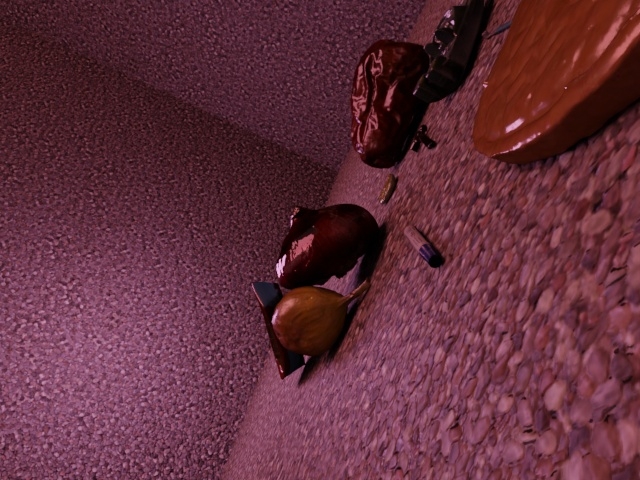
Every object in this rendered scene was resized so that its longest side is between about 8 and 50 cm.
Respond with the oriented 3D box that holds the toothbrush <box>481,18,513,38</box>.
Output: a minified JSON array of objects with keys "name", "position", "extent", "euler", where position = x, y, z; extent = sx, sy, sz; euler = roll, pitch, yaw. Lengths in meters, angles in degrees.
[{"name":"toothbrush","position":[0.317,-0.379,0.949],"extent":[0.011,0.014,0.167],"euler":[-56,6,11]}]

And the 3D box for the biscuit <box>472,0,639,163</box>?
[{"name":"biscuit","position":[0.269,-0.250,0.543],"extent":[0.385,0.062,0.365],"euler":[142,153,-80]}]

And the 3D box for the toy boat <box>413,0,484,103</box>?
[{"name":"toy boat","position":[0.287,-0.444,1.142],"extent":[0.319,0.092,0.141],"euler":[-67,6,-22]}]

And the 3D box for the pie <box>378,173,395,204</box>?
[{"name":"pie","position":[0.170,-0.129,1.339],"extent":[0.084,0.021,0.084],"euler":[-160,90,-83]}]

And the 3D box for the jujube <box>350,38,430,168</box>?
[{"name":"jujube","position":[0.178,-0.367,1.427],"extent":[0.216,0.216,0.342],"euler":[179,101,-85]}]

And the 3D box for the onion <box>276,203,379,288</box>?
[{"name":"onion","position":[0.000,0.000,1.238],"extent":[0.272,0.195,0.272],"euler":[-31,-8,-5]}]

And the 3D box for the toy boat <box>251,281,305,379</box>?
[{"name":"toy boat","position":[-0.101,0.242,1.345],"extent":[0.392,0.079,0.136],"euler":[79,164,-48]}]

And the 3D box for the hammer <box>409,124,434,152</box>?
[{"name":"hammer","position":[0.226,-0.212,1.145],"extent":[0.178,0.021,0.065],"euler":[-89,23,-72]}]

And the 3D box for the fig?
[{"name":"fig","position":[0.015,0.147,1.153],"extent":[0.257,0.159,0.159],"euler":[-37,20,32]}]

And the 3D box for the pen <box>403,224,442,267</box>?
[{"name":"pen","position":[0.153,0.007,0.801],"extent":[0.204,0.025,0.025],"euler":[-91,25,-78]}]
